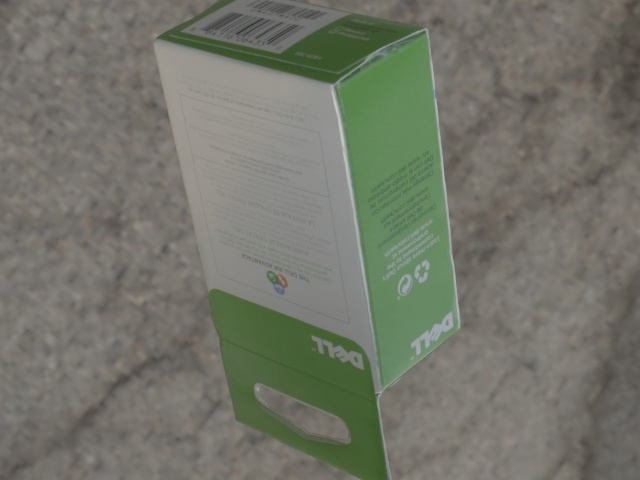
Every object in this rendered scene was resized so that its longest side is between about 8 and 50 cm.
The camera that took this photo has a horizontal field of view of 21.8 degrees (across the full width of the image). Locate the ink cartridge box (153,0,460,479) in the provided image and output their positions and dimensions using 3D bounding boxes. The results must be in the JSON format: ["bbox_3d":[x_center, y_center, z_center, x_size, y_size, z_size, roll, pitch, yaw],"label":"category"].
[{"bbox_3d":[0.000,0.000,0.752,0.062,0.109,0.209,-34,128,-37],"label":"ink cartridge box"}]
